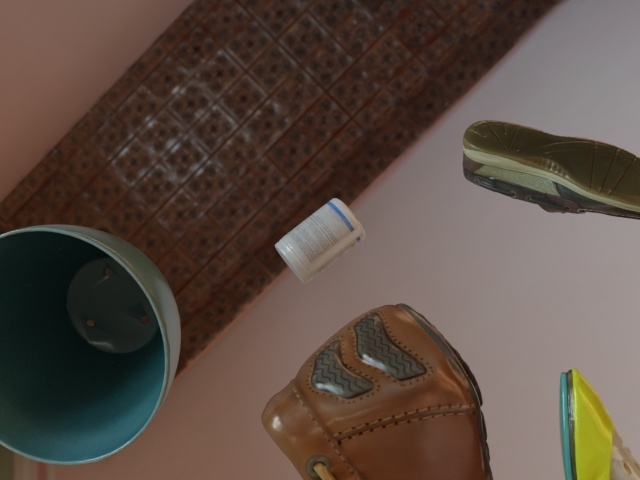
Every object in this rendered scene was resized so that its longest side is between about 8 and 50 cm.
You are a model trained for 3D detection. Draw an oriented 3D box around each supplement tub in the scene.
[{"bbox_3d":[0.000,0.000,1.223,0.071,0.107,0.071,52,173,9],"label":"supplement tub"}]

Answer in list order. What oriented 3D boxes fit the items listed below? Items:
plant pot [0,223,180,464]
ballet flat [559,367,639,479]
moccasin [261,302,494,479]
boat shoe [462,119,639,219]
[{"bbox_3d":[-0.299,0.107,1.151,0.290,0.290,0.195,45,-164,-2],"label":"plant pot"},{"bbox_3d":[0.241,0.226,0.781,0.077,0.231,0.077,2,178,13],"label":"ballet flat"},{"bbox_3d":[0.060,0.215,0.609,0.139,0.147,0.380,50,166,45],"label":"moccasin"},{"bbox_3d":[0.260,-0.067,0.985,0.223,0.080,0.073,20,141,17],"label":"boat shoe"}]
